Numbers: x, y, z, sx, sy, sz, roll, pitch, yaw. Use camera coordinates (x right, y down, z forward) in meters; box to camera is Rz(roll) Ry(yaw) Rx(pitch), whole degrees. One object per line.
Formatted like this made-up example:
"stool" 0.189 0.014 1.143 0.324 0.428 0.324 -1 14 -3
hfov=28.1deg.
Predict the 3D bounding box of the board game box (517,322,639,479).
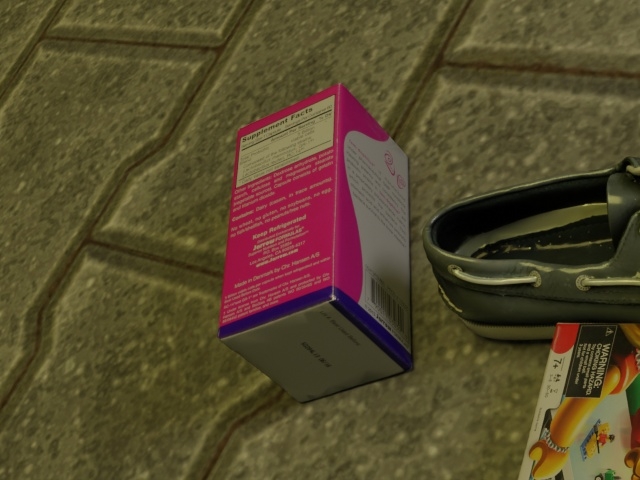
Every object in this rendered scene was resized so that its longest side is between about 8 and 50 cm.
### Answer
"board game box" 0.200 0.191 0.747 0.193 0.053 0.305 -4 56 38

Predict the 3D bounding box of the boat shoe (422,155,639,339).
"boat shoe" 0.215 -0.002 0.854 0.319 0.099 0.116 -10 49 32

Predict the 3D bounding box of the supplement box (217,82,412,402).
"supplement box" 0.000 0.000 1.028 0.114 0.111 0.220 -20 46 28
